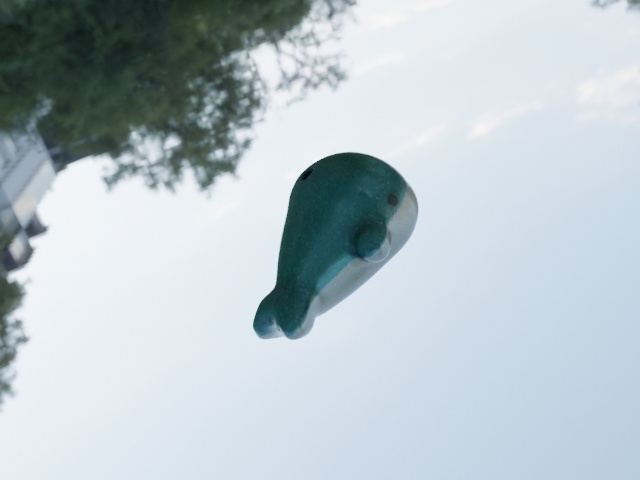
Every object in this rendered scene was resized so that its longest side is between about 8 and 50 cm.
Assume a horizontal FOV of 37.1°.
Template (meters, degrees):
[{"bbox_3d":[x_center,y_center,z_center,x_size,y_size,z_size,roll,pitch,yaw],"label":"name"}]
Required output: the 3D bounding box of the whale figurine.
[{"bbox_3d":[0.000,0.000,1.192,0.272,0.141,0.216,-51,-159,-23],"label":"whale figurine"}]
